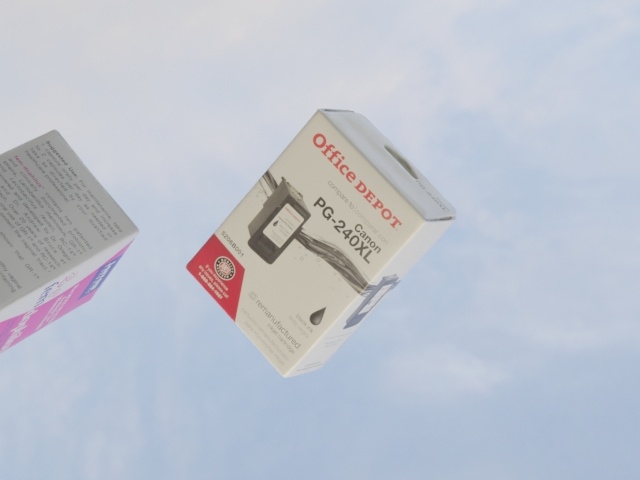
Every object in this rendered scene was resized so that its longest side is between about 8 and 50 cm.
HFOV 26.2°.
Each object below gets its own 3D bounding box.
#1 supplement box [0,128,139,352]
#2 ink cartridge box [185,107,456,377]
[{"bbox_3d":[-0.261,0.022,1.022,0.220,0.114,0.111,-35,171,-44],"label":"supplement box"},{"bbox_3d":[0.000,0.000,0.925,0.109,0.063,0.150,47,-70,17],"label":"ink cartridge box"}]
